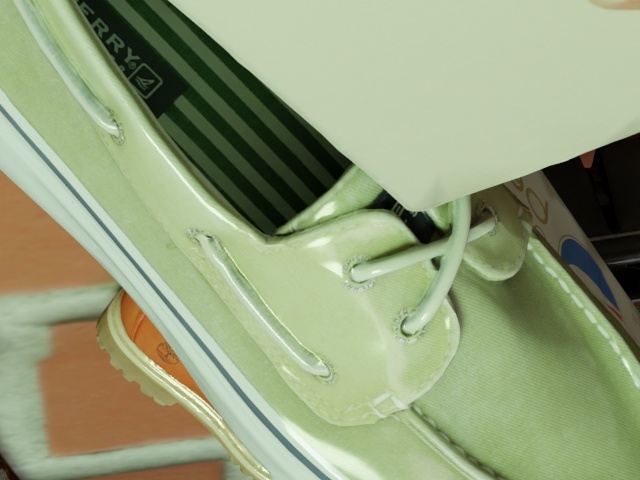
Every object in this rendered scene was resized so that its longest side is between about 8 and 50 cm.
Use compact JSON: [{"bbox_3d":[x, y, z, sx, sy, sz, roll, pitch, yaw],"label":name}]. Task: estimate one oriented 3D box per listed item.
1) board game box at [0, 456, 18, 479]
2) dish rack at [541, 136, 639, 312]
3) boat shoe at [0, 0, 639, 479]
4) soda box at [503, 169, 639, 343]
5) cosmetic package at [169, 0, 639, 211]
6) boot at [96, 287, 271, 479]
[{"bbox_3d":[-0.234,0.169,1.027,0.145,0.027,0.281,-12,155,-1],"label":"board game box"},{"bbox_3d":[0.116,0.037,0.844,0.208,0.074,0.271,-9,155,-4],"label":"dish rack"},{"bbox_3d":[0.000,0.000,0.515,0.302,0.109,0.094,40,158,-7],"label":"boat shoe"},{"bbox_3d":[0.052,0.010,0.648,0.069,0.074,0.216,-24,120,25],"label":"soda box"},{"bbox_3d":[0.003,-0.137,0.350,0.129,0.153,0.296,-20,155,19],"label":"cosmetic package"},{"bbox_3d":[-0.015,0.058,0.787,0.158,0.059,0.084,35,130,-8],"label":"boot"}]
